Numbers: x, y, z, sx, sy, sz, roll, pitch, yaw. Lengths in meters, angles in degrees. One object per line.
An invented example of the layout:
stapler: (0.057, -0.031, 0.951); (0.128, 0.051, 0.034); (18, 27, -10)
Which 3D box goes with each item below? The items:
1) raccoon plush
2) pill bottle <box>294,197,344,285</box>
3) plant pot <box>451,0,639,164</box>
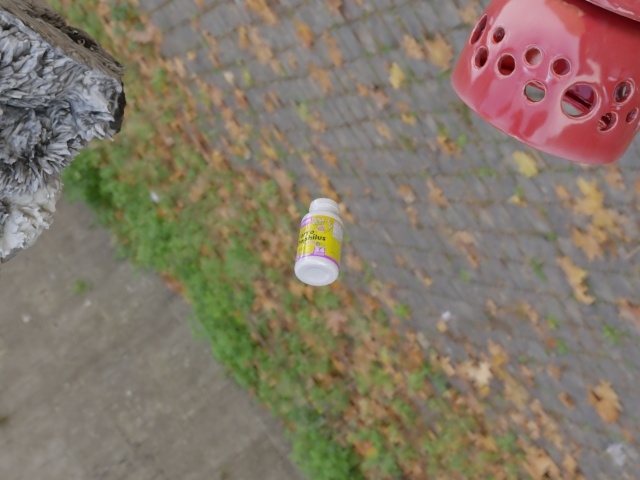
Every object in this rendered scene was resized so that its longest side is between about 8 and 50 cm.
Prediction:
raccoon plush: (-0.407, -0.130, 1.075); (0.446, 0.299, 0.216); (28, -166, -43)
pill bottle: (0.000, 0.000, 1.085); (0.043, 0.043, 0.083); (72, -160, -51)
plant pot: (0.244, -0.194, 1.068); (0.191, 0.191, 0.174); (45, 126, 38)
